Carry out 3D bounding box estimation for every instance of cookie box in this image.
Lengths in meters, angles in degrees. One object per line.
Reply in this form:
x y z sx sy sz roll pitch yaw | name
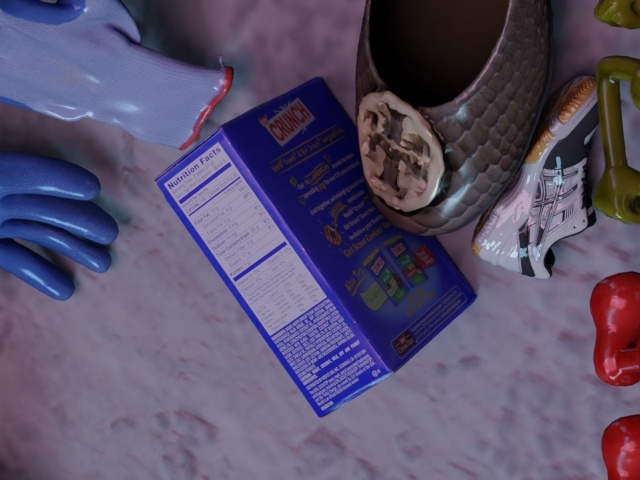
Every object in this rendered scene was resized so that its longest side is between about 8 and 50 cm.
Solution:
0.000 0.000 0.740 0.040 0.092 0.107 -35 89 29 | cookie box

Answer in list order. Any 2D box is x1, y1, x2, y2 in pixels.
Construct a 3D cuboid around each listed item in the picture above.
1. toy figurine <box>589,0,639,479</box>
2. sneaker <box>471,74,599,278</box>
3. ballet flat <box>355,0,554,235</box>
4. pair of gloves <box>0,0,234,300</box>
0.221 0.029 0.628 0.191 0.217 0.362 151 119 -72 | toy figurine
0.089 -0.022 0.726 0.037 0.032 0.083 27 122 -2 | sneaker
0.050 -0.116 0.680 0.084 0.058 0.250 31 119 33 | ballet flat
-0.130 -0.042 0.774 0.159 0.023 0.198 18 135 -30 | pair of gloves
